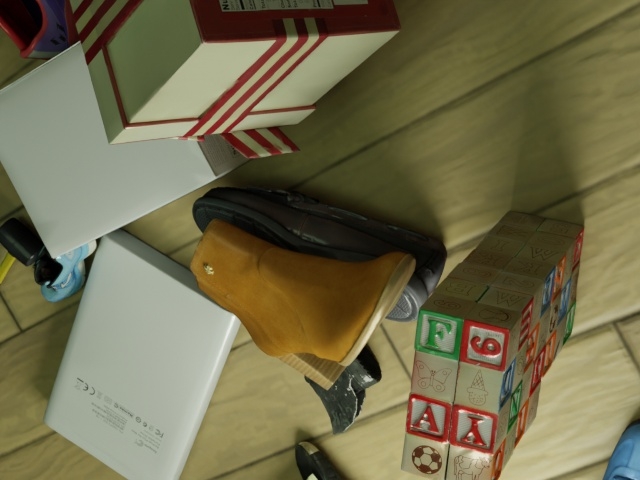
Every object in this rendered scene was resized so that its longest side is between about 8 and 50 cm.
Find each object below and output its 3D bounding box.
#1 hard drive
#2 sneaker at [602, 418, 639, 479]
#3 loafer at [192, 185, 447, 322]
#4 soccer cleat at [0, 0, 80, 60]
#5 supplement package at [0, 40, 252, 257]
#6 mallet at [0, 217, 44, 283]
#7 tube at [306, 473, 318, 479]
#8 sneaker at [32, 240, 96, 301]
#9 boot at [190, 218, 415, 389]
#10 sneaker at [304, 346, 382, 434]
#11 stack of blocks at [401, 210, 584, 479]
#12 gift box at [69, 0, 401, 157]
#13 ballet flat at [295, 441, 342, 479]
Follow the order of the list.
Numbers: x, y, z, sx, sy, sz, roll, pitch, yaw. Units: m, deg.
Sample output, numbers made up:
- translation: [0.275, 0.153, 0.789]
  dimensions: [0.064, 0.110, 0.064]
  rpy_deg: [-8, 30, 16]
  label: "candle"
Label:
- translation: [-0.230, 0.160, 1.716]
  dimensions: [0.203, 0.040, 0.307]
  rpy_deg: [30, 119, 14]
  label: "hard drive"
- translation: [0.326, 0.294, 1.460]
  dimensions: [0.069, 0.082, 0.209]
  rpy_deg: [24, 116, 20]
  label: "sneaker"
- translation: [0.000, 0.000, 1.528]
  dimensions: [0.303, 0.095, 0.109]
  rpy_deg: [22, 145, 23]
  label: "loafer"
- translation: [-0.383, -0.346, 1.565]
  dimensions: [0.109, 0.116, 0.318]
  rpy_deg: [-35, 90, 32]
  label: "soccer cleat"
- translation: [-0.225, -0.131, 1.547]
  dimensions: [0.262, 0.145, 0.204]
  rpy_deg: [-23, 96, 32]
  label: "supplement package"
- translation: [-0.418, 0.054, 1.780]
  dimensions: [0.062, 0.039, 0.189]
  rpy_deg: [37, 125, 8]
  label: "mallet"
- translation: [-0.047, 0.383, 1.680]
  dimensions: [0.070, 0.062, 0.240]
  rpy_deg: [25, 130, -24]
  label: "tube"
- translation: [-0.335, 0.032, 1.687]
  dimensions: [0.063, 0.073, 0.162]
  rpy_deg: [44, 146, 10]
  label: "sneaker"
- translation: [-0.033, 0.042, 1.428]
  dimensions: [0.211, 0.104, 0.295]
  rpy_deg: [37, 149, 3]
  label: "boot"
- translation: [0.007, 0.138, 1.582]
  dimensions: [0.089, 0.051, 0.170]
  rpy_deg: [-34, 94, 29]
  label: "sneaker"
- translation: [0.177, 0.100, 1.337]
  dimensions: [0.087, 0.297, 0.171]
  rpy_deg: [12, 114, 20]
  label: "stack of blocks"
- translation: [-0.084, -0.232, 1.328]
  dimensions: [0.258, 0.276, 0.255]
  rpy_deg: [-32, 66, 53]
  label: "gift box"
- translation: [0.029, 0.315, 1.648]
  dimensions: [0.173, 0.049, 0.057]
  rpy_deg: [51, 149, 8]
  label: "ballet flat"
